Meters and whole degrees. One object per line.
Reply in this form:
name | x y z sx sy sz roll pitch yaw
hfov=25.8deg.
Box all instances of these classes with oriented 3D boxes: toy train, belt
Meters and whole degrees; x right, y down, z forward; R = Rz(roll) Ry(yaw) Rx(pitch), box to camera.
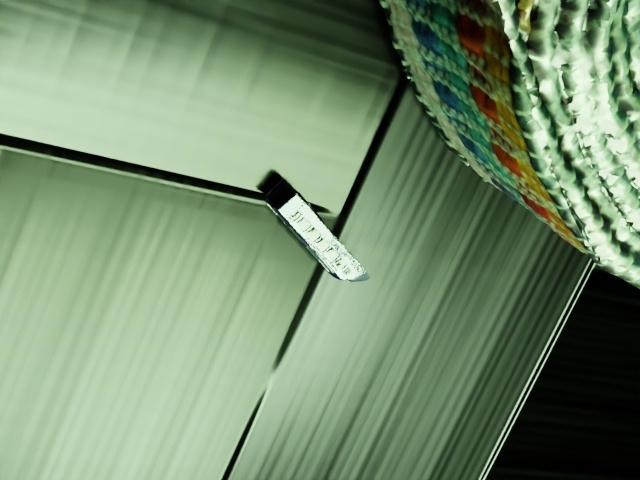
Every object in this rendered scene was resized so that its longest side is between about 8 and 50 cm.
toy train | 0.000 0.000 0.729 0.017 0.017 0.083 -43 132 -2
belt | 0.155 -0.111 0.671 0.207 0.160 0.295 -37 132 -10
